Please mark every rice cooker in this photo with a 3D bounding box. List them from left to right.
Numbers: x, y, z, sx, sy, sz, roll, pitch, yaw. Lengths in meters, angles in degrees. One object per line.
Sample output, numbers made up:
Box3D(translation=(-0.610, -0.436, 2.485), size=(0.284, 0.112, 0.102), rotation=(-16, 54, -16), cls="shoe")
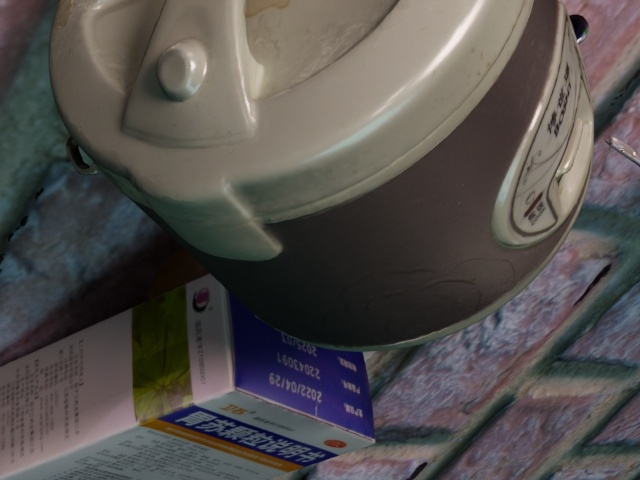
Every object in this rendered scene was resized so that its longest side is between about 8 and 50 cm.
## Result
Box3D(translation=(0.011, -0.099, 0.596), size=(0.288, 0.288, 0.277), rotation=(-31, 142, 5), cls="rice cooker")

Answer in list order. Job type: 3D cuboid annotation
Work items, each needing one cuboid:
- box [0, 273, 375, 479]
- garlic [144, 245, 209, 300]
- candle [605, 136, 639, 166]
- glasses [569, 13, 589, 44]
Box3D(translation=(-0.134, 0.148, 0.868), size=(0.299, 0.106, 0.200), rotation=(-25, 147, 25), cls="box")
Box3D(translation=(-0.002, -0.005, 0.851), size=(0.318, 0.112, 0.143), rotation=(-22, 147, 11), cls="garlic")
Box3D(translation=(0.422, -0.056, 0.977), size=(0.330, 0.187, 0.187), rotation=(-5, 138, -24), cls="candle")
Box3D(translation=(0.133, -0.058, 0.798), size=(0.239, 0.102, 0.207), rotation=(-60, 155, -17), cls="glasses")
